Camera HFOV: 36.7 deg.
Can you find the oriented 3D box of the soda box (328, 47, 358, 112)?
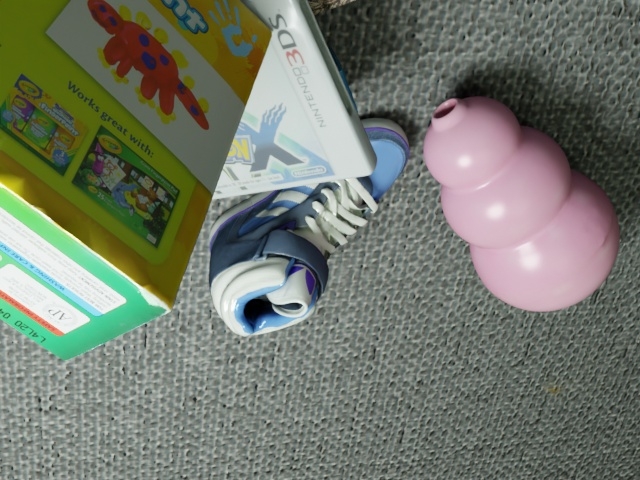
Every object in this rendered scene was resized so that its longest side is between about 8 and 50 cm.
[{"bbox_3d":[-0.065,-0.161,1.209,0.210,0.071,0.067,-22,128,2],"label":"soda box"}]

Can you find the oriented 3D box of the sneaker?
[{"bbox_3d":[-0.001,0.000,1.237,0.322,0.236,0.130,-32,126,10],"label":"sneaker"}]

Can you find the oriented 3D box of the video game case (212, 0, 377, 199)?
[{"bbox_3d":[-0.137,-0.172,1.083,0.328,0.036,0.300,-7,130,27],"label":"video game case"}]

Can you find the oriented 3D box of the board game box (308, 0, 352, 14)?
[{"bbox_3d":[0.018,-0.390,1.026,0.290,0.141,0.232,-21,127,1],"label":"board game box"}]

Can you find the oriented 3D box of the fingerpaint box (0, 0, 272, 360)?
[{"bbox_3d":[-0.283,-0.179,0.810,0.163,0.371,0.445,-25,126,37],"label":"fingerpaint box"}]

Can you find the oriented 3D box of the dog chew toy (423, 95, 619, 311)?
[{"bbox_3d":[0.257,-0.057,1.296,0.206,0.207,0.332,-37,117,13],"label":"dog chew toy"}]
